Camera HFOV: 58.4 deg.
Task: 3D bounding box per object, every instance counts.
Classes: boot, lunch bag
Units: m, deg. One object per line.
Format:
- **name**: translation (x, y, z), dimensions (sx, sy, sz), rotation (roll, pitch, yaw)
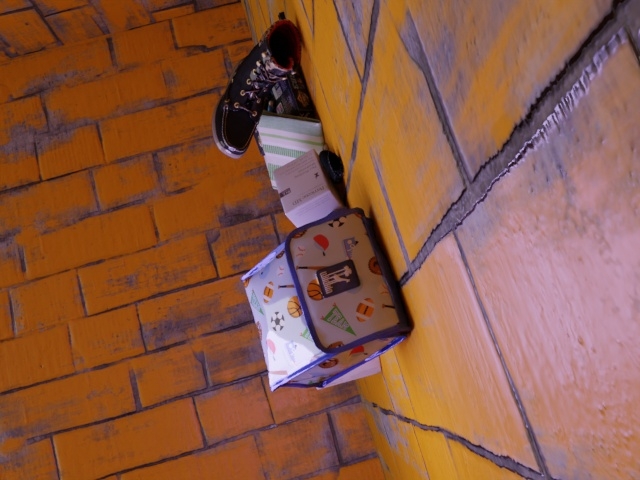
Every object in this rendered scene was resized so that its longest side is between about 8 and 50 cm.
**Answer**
- **boot**: translation (0.030, -0.220, 1.609), dimensions (0.099, 0.045, 0.121), rotation (80, 166, -73)
- **boot**: translation (-0.187, -0.453, 1.700), dimensions (0.284, 0.138, 0.377), rotation (-28, 42, 51)
- **lunch bag**: translation (0.012, 0.145, 1.374), dimensions (0.239, 0.385, 0.328), rotation (7, -123, -46)

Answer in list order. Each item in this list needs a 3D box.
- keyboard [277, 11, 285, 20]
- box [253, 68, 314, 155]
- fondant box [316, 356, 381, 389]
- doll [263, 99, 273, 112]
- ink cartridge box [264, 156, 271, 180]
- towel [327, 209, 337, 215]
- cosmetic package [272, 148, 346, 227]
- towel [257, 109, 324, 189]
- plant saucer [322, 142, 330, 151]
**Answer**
- **keyboard**: translation (-0.114, -0.681, 1.948), dimensions (0.108, 0.023, 0.180), rotation (-118, 12, -70)
- **box**: translation (-0.162, -0.488, 1.957), dimensions (0.293, 0.073, 0.295), rotation (-39, 67, 52)
- **fondant box**: translation (0.066, 0.343, 1.934), dimensions (0.096, 0.238, 0.330), rotation (-108, 4, -50)
- **doll**: translation (-0.206, -0.452, 1.927), dimensions (0.129, 0.046, 0.189), rotation (-19, 90, 48)
- **ink cartridge box**: translation (-0.135, -0.397, 2.109), dimensions (0.207, 0.119, 0.353), rotation (-30, 74, 56)
- **towel**: translation (0.104, 0.082, 1.655), dimensions (0.227, 0.076, 0.308), rotation (-124, 17, -54)
- **cosmetic package**: translation (-0.029, -0.139, 1.717), dimensions (0.151, 0.151, 0.183), rotation (48, -163, -50)
- **towel**: translation (-0.083, -0.279, 1.907), dimensions (0.038, 0.248, 0.325), rotation (-56, -30, -36)
- **plant saucer**: translation (0.021, -0.261, 1.777), dimensions (0.083, 0.015, 0.083), rotation (164, 90, -85)
